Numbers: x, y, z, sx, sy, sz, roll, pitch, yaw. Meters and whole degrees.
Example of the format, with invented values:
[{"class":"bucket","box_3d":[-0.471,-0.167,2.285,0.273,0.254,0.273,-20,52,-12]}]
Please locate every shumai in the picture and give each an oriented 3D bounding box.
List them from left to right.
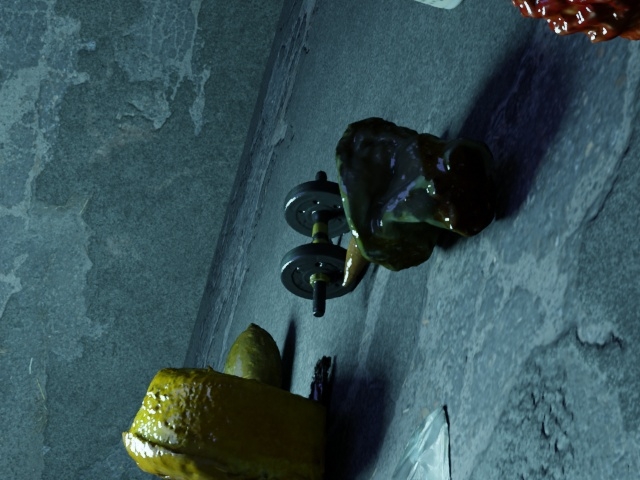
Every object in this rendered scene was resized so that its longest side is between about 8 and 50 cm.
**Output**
[{"class":"shumai","box_3d":[0.150,-0.077,1.260,0.204,0.222,0.272,-19,24,19]}]

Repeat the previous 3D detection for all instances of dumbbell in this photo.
[{"class":"dumbbell","box_3d":[0.000,0.000,1.674,0.143,0.143,0.325,122,157,-48]}]

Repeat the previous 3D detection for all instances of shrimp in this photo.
[{"class":"shrimp","box_3d":[-0.010,0.287,1.652,0.091,0.034,0.161,142,138,-66]}]

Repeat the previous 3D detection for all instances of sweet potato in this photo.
[{"class":"sweet potato","box_3d":[-0.141,0.369,1.899,0.130,0.130,0.422,137,136,-63]},{"class":"sweet potato","box_3d":[0.099,-0.033,1.509,0.281,0.059,0.067,-62,39,44]}]

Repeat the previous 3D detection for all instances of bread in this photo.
[{"class":"bread","box_3d":[-0.149,0.329,1.556,0.358,0.337,0.204,-20,50,64]}]

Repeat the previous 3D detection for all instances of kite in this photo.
[{"class":"kite","box_3d":[0.132,0.350,1.124,0.310,0.015,0.169,-96,26,-53]}]

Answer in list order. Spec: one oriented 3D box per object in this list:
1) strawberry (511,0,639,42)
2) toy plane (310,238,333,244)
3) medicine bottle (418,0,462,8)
[{"class":"strawberry","box_3d":[0.223,-0.353,0.817,0.312,0.351,0.267,115,171,-51]},{"class":"toy plane","box_3d":[0.008,0.008,1.806,0.145,0.060,0.037,-62,14,-7]},{"class":"medicine bottle","box_3d":[0.121,-0.470,1.468,0.144,0.252,0.144,-165,90,-73]}]
